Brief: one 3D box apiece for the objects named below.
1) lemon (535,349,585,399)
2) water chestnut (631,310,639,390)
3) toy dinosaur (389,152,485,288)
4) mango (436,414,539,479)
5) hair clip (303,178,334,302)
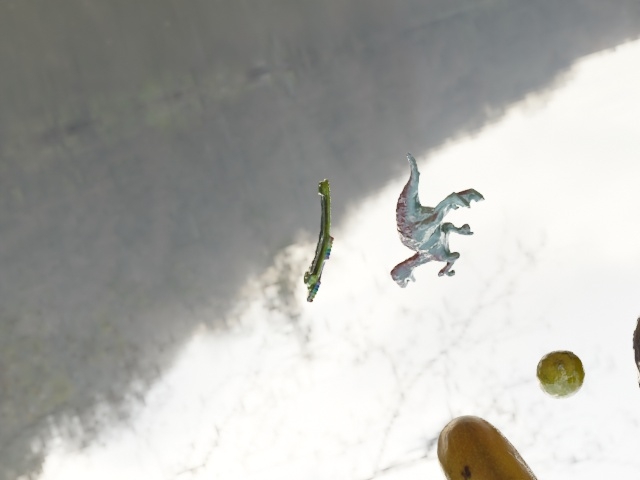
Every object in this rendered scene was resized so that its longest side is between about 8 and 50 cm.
[{"bbox_3d":[0.299,0.168,1.876,0.062,0.062,0.083,-18,155,1],"label":"lemon"},{"bbox_3d":[0.551,0.144,1.907,0.335,0.335,0.347,-15,174,27],"label":"water chestnut"},{"bbox_3d":[0.127,-0.026,1.949,0.167,0.053,0.242,-26,143,15],"label":"toy dinosaur"},{"bbox_3d":[0.290,0.409,2.431,0.120,0.295,0.177,-42,147,16],"label":"mango"},{"bbox_3d":[0.000,0.000,2.293,0.033,0.188,0.060,8,-176,-10],"label":"hair clip"}]
